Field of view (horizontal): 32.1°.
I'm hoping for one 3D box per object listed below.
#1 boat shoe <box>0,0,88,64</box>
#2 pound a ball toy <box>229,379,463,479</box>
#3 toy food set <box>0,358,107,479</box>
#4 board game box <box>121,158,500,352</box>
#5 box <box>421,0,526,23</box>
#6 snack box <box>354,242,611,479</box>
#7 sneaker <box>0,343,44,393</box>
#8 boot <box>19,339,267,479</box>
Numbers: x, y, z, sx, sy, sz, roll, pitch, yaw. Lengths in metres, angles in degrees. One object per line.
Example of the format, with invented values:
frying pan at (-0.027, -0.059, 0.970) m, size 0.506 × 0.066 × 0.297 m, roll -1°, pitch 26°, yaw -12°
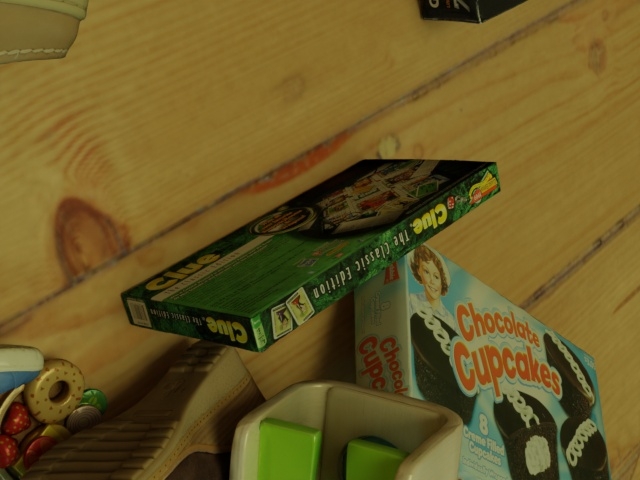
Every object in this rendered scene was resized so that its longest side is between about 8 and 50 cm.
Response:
boat shoe at (-0.275, -0.081, 0.536) m, size 0.341 × 0.122 × 0.110 m, roll -11°, pitch 106°, yaw -33°
pound a ball toy at (0.052, 0.272, 0.742) m, size 0.136 × 0.208 × 0.319 m, roll -22°, pitch 118°, yaw -61°
toy food set at (-0.171, 0.124, 0.712) m, size 0.083 × 0.020 × 0.082 m, roll -54°, pitch 127°, yaw -28°
board game box at (0.000, 0.000, 0.792) m, size 0.260 × 0.136 × 0.030 m, roll -31°, pitch 118°, yaw -38°
box at (0.186, -0.370, 0.963) m, size 0.295 × 0.073 × 0.293 m, roll -31°, pitch 125°, yaw -37°
snack box at (0.147, 0.139, 0.953) m, size 0.322 × 0.060 × 0.187 m, roll 31°, pitch 47°, yaw -41°
sneaker at (-0.227, 0.107, 0.627) m, size 0.152 × 0.058 × 0.084 m, roll -8°, pitch 93°, yaw -40°
boot at (-0.093, 0.204, 0.725) m, size 0.248 × 0.090 × 0.206 m, roll -42°, pitch 124°, yaw -51°
